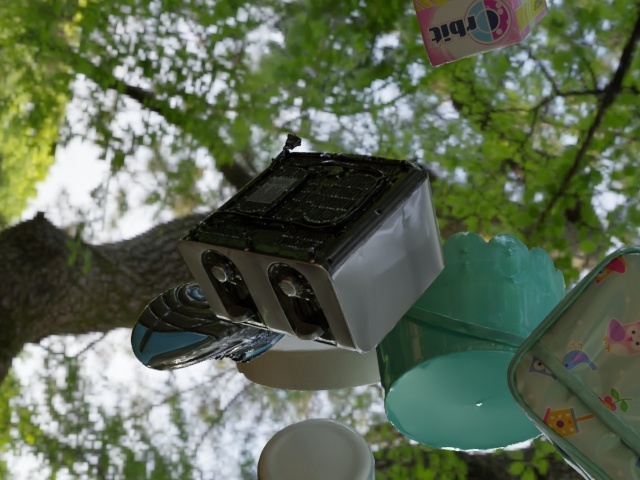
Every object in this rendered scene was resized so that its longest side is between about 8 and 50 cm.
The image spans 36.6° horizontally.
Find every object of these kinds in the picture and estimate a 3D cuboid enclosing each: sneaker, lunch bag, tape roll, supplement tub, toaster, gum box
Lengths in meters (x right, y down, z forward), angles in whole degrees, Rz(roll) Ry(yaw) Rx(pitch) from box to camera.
[{"bbox_3d":[-0.119,0.122,1.330,0.125,0.340,0.140,29,-59,29],"label":"sneaker"},{"bbox_3d":[0.334,0.163,0.951,0.224,0.108,0.279,-45,-105,-4],"label":"lunch bag"},{"bbox_3d":[0.043,0.167,1.707,0.392,0.391,0.072,12,-66,62],"label":"tape roll"},{"bbox_3d":[0.003,0.468,1.643,0.194,0.193,0.316,-118,-163,-48],"label":"supplement tub"},{"bbox_3d":[0.000,0.000,0.830,0.168,0.185,0.110,9,-50,37],"label":"toaster"},{"bbox_3d":[0.109,-0.194,0.671,0.062,0.188,0.107,-13,-75,22],"label":"gum box"}]

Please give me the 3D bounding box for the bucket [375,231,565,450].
[{"bbox_3d":[0.201,0.140,1.284,0.281,0.281,0.183,125,-25,-42],"label":"bucket"}]
